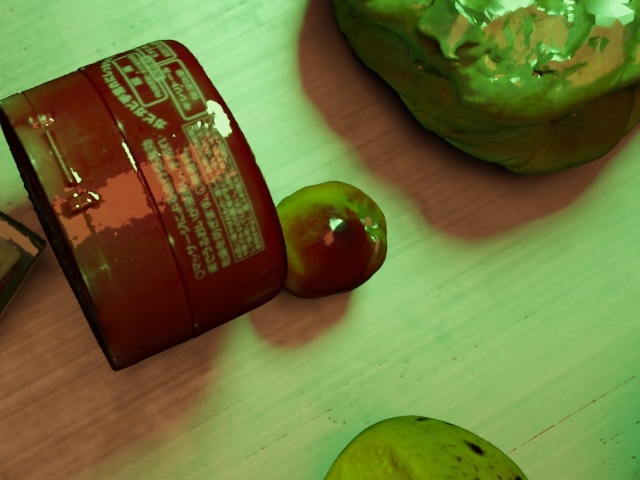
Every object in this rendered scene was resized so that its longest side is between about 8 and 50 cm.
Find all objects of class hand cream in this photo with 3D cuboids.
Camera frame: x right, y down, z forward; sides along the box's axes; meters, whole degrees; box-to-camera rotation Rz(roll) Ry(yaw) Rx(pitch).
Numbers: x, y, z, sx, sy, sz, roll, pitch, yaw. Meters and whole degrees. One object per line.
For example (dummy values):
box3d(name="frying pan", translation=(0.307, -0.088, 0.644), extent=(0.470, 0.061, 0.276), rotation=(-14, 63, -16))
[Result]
box3d(name="hand cream", translation=(-0.134, -0.029, 0.894), extent=(0.149, 0.230, 0.230), rotation=(-26, 85, -13))

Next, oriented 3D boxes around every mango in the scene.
box3d(name="mango", translation=(0.103, 0.258, 0.871), extent=(0.191, 0.290, 0.160), rotation=(35, 109, -29))

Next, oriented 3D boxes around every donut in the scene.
box3d(name="donut", translation=(0.176, -0.240, 1.001), extent=(0.360, 0.170, 0.360), rotation=(-1, 78, 3))

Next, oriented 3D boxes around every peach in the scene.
box3d(name="peach", translation=(0.000, 0.001, 0.978), extent=(0.100, 0.101, 0.101), rotation=(1, 80, -8))

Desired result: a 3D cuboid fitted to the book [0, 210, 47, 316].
box3d(name="book", translation=(-0.382, 0.004, 0.919), extent=(0.289, 0.026, 0.201), rotation=(35, 98, -3))
